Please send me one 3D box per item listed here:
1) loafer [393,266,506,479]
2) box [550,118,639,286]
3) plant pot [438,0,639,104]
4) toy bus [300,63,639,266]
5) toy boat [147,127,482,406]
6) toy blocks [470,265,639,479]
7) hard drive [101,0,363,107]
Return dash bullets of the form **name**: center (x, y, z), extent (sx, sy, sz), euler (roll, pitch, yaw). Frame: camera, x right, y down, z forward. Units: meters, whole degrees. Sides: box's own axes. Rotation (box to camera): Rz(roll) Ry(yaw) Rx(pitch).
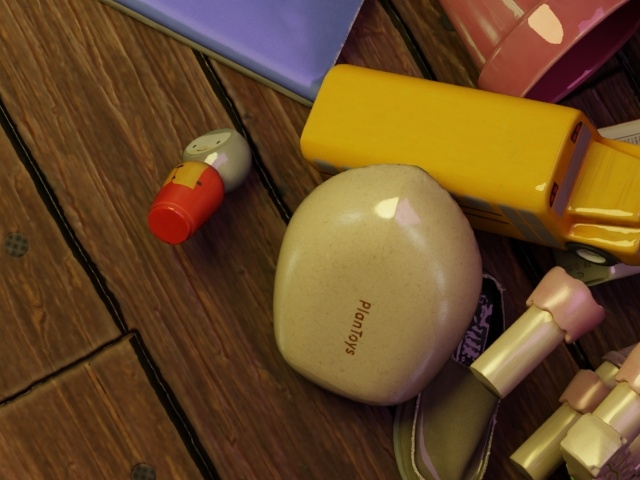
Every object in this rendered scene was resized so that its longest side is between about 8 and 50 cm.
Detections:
- **loafer**: center (0.131, 0.139, 1.596), extent (0.094, 0.087, 0.251), euler (7, 81, -14)
- **box**: center (0.349, -0.050, 1.658), extent (0.232, 0.127, 0.148), euler (-13, 86, -16)
- **plant pot**: center (0.205, -0.245, 1.623), extent (0.201, 0.201, 0.180), euler (-37, 77, -16)
- **toy bus**: center (0.157, -0.073, 1.533), extent (0.333, 0.130, 0.108), euler (15, 75, 32)
- **toy boat**: center (0.000, 0.000, 1.532), extent (0.318, 0.267, 0.148), euler (27, 40, 5)
- **toy blocks**: center (0.345, 0.162, 1.499), extent (0.260, 0.288, 0.309), euler (-43, 58, -10)
- **hard drive**: center (-0.105, -0.296, 1.615), extent (0.319, 0.040, 0.210), euler (26, 77, -10)
